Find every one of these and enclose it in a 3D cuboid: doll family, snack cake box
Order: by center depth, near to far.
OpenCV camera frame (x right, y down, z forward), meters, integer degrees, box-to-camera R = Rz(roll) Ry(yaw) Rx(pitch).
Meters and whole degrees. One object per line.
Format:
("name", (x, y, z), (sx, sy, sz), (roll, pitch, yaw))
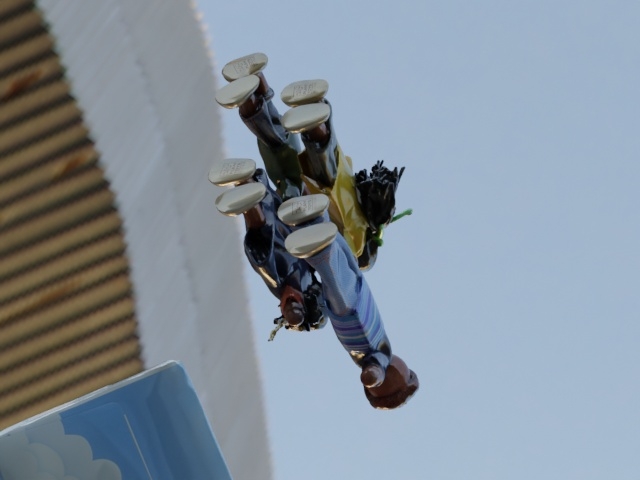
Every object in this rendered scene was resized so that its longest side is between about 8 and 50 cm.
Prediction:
("snack cake box", (-0.052, 0.190, 0.831), (0.089, 0.152, 0.264), (-23, -94, -9))
("doll family", (0.000, 0.000, 0.903), (0.076, 0.193, 0.111), (-11, -52, 13))
